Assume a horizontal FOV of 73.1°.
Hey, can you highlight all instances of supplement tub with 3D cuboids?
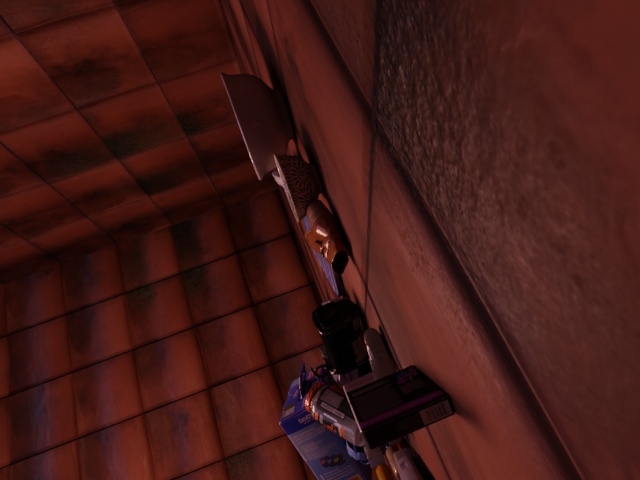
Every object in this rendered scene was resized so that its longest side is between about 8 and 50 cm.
[{"bbox_3d":[0.057,0.480,1.212,0.190,0.117,0.117,16,137,36],"label":"supplement tub"}]

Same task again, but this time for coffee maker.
[{"bbox_3d":[0.042,0.267,1.149,0.120,0.171,0.178,23,143,45],"label":"coffee maker"}]

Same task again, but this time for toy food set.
[{"bbox_3d":[0.174,0.553,1.163,0.104,0.111,0.232,-122,10,-67],"label":"toy food set"}]

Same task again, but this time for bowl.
[{"bbox_3d":[-0.044,-0.134,1.013,0.170,0.080,0.170,160,90,-85],"label":"bowl"},{"bbox_3d":[-0.157,-0.326,1.178,0.298,0.134,0.298,159,90,-85],"label":"bowl"}]

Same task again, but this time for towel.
[{"bbox_3d":[0.000,0.000,1.396,0.336,0.040,0.243,-120,13,-55],"label":"towel"}]

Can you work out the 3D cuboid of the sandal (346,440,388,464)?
[{"bbox_3d":[0.147,0.625,1.342,0.317,0.126,0.138,59,-140,-48],"label":"sandal"}]

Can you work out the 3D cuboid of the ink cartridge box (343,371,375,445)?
[{"bbox_3d":[0.133,0.415,1.082,0.150,0.109,0.063,-118,7,-60],"label":"ink cartridge box"}]

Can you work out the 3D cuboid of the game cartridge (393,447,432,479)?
[{"bbox_3d":[0.240,0.608,0.892,0.355,0.068,0.230,135,122,-87],"label":"game cartridge"}]

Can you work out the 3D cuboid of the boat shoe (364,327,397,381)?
[{"bbox_3d":[0.122,0.245,0.880,0.043,0.049,0.137,74,177,-69],"label":"boat shoe"}]

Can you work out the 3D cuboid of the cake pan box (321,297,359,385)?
[{"bbox_3d":[0.058,0.319,1.372,0.246,0.070,0.266,106,158,-78],"label":"cake pan box"}]

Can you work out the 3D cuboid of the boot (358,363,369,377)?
[{"bbox_3d":[0.151,0.531,1.437,0.207,0.094,0.246,-121,18,-85],"label":"boot"}]

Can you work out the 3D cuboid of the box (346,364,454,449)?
[{"bbox_3d":[0.103,0.226,0.605,0.162,0.116,0.029,159,90,-86],"label":"box"}]

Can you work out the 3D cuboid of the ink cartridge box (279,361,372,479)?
[{"bbox_3d":[0.012,0.608,1.443,0.395,0.151,0.270,56,-169,-6],"label":"ink cartridge box"}]

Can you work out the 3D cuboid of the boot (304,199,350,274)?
[{"bbox_3d":[0.020,0.019,0.988,0.197,0.073,0.152,72,171,-56],"label":"boot"}]

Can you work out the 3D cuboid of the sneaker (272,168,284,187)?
[{"bbox_3d":[-0.079,-0.177,1.298,0.232,0.090,0.115,-89,-27,-78],"label":"sneaker"}]

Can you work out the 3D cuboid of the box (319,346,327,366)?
[{"bbox_3d":[0.072,0.412,1.596,0.094,0.137,0.027,-121,11,-63],"label":"box"}]
